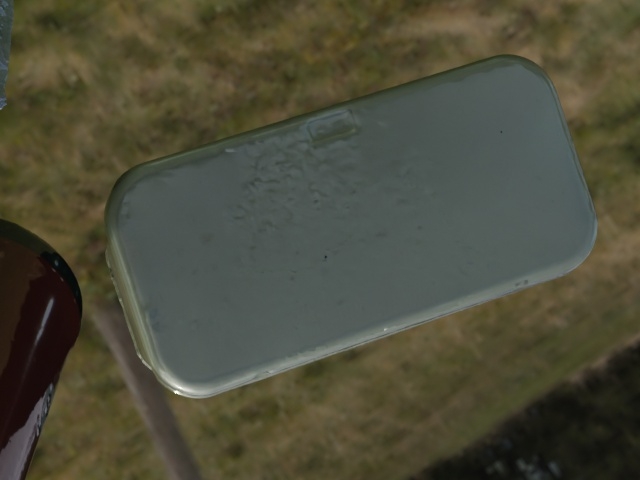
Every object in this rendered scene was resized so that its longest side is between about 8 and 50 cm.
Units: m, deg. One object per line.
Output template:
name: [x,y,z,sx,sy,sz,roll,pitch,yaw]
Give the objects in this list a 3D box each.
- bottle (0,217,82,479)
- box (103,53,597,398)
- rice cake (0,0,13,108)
bottle: [-0.253,0.132,1.031,0.144,0.144,0.336,-39,-155,28]
box: [0.000,0.000,1.323,0.352,0.177,0.344,-19,178,-11]
rice cake: [-0.413,-0.246,1.960,0.085,0.226,0.040,-26,144,38]
